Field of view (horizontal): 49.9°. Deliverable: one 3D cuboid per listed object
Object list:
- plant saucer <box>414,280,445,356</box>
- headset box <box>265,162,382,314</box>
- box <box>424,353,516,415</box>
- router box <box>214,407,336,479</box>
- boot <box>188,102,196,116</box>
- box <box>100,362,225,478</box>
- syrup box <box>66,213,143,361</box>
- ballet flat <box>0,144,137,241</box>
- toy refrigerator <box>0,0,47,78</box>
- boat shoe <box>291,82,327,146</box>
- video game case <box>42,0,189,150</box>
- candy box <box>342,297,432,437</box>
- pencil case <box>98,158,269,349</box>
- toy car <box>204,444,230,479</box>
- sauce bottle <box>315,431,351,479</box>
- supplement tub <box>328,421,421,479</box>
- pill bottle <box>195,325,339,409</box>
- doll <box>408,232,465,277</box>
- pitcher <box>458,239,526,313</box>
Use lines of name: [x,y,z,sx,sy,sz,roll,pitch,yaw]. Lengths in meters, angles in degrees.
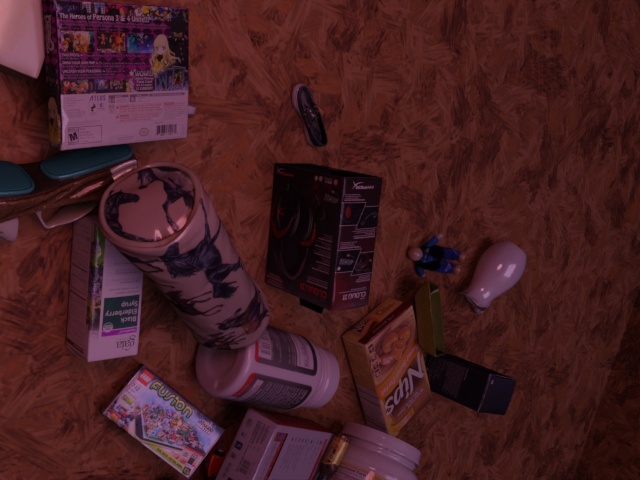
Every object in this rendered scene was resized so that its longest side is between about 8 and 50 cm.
plant saucer: [0.281,0.206,1.777,0.188,0.045,0.188,23,61,-71]
headset box: [0.000,0.000,1.399,0.110,0.218,0.293,-5,106,-41]
box: [0.404,0.392,1.899,0.153,0.207,0.108,20,88,-44]
router box: [-0.122,0.548,1.492,0.301,0.082,0.335,37,76,-58]
boot: [-0.306,-0.212,1.167,0.190,0.069,0.086,5,113,-41]
box: [-0.294,0.339,1.293,0.207,0.036,0.114,43,71,-15]
syrup box: [-0.364,0.078,1.167,0.093,0.096,0.236,-2,103,-43]
ballet flat: [-0.443,-0.068,1.057,0.342,0.116,0.124,-20,136,-40]
toy refrigerator: [-0.421,-0.375,0.975,0.094,0.102,0.269,19,89,-44]
boat shoe: [-0.018,-0.260,1.429,0.049,0.040,0.142,-38,126,-29]
video game case: [-0.302,-0.252,1.047,0.232,0.042,0.210,-17,118,-47]
candy box: [0.176,0.327,1.750,0.183,0.087,0.316,-35,123,-32]
pencil case: [-0.215,0.036,1.150,0.160,0.183,0.410,-43,149,-14]
toy car: [-0.273,0.434,1.388,0.239,0.053,0.225,-32,122,-33]
sauce bottle: [0.026,0.505,1.576,0.042,0.042,0.128,44,67,-41]
supplement tub: [0.092,0.629,1.637,0.241,0.241,0.331,44,61,-41]
pill bottle: [-0.102,0.262,1.421,0.283,0.161,0.161,25,85,-44]
doll: [0.300,0.041,1.811,0.189,0.046,0.129,9,105,-38]
pitcher: [0.500,0.113,1.983,0.207,0.125,0.178,-51,152,-6]
